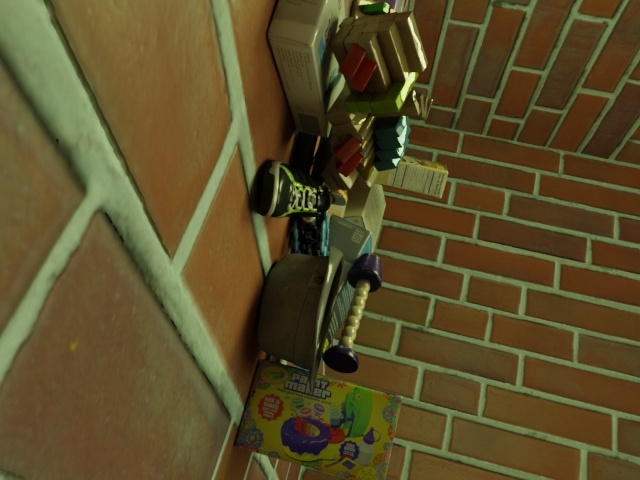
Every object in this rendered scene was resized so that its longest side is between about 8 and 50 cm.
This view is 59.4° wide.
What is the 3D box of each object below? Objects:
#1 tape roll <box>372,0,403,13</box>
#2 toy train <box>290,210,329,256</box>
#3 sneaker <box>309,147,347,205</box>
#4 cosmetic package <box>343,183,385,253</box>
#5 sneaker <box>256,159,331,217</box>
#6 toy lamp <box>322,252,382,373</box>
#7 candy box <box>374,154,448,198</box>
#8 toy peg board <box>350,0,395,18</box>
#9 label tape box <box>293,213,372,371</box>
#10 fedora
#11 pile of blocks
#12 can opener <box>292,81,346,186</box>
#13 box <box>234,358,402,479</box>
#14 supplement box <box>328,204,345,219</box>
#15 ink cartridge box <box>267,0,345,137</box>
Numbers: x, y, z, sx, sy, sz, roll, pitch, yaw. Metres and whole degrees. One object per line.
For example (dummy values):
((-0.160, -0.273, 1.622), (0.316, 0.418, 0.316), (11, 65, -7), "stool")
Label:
((0.164, -0.606, 1.493), (0.275, 0.090, 0.274), (14, 90, -83), "tape roll")
((-0.018, -0.024, 1.173), (0.184, 0.080, 0.105), (85, 10, -60), "toy train")
((0.022, -0.140, 1.252), (0.215, 0.084, 0.083), (79, 20, -71), "sneaker")
((0.131, -0.096, 1.862), (0.309, 0.113, 0.160), (-66, 145, -52), "cosmetic package")
((-0.030, -0.077, 0.879), (0.235, 0.097, 0.084), (-42, 144, -78), "sneaker")
((0.073, 0.136, 1.148), (0.080, 0.080, 0.274), (95, 13, -45), "toy lamp")
((0.225, -0.218, 1.725), (0.183, 0.317, 0.087), (-57, 159, -71), "candy box")
((0.143, -0.463, 1.298), (0.161, 0.079, 0.161), (5, 100, -45), "toy peg board")
((0.000, 0.145, 1.333), (0.347, 0.115, 0.249), (-58, 164, -17), "label tape box")
((-0.042, 0.129, 1.037), (0.243, 0.125, 0.275), (90, 14, -61), "fedora")
((0.077, -0.169, 0.864), (0.362, 0.149, 0.112), (90, 25, -58), "pile of blocks")
((0.012, -0.229, 1.035), (0.095, 0.076, 0.283), (14, 90, -82), "can opener")
((0.003, 0.388, 1.185), (0.279, 0.290, 0.176), (82, 22, -68), "box")
((0.027, -0.060, 1.489), (0.098, 0.062, 0.036), (-69, 170, -45), "supplement box")
((0.006, -0.334, 0.847), (0.296, 0.066, 0.261), (69, 35, -77), "ink cartridge box")
